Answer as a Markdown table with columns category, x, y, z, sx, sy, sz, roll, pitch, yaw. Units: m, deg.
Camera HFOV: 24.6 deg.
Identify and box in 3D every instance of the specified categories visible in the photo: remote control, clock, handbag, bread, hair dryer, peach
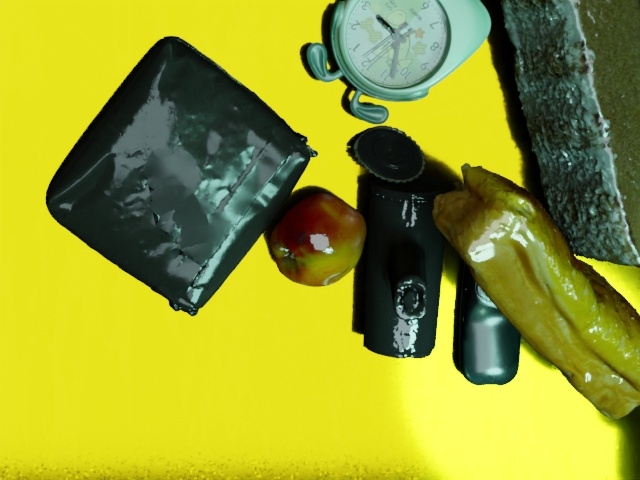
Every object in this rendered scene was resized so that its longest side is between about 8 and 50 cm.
| category | x | y | z | sx | sy | sz | roll | pitch | yaw |
| --- | --- | --- | --- | --- | --- | --- | --- | --- | --- |
| remote control | 0.198 | 0.058 | 1.678 | 0.072 | 0.042 | 0.222 | 1 | 97 | -9 |
| clock | 0.080 | -0.227 | 1.615 | 0.188 | 0.060 | 0.148 | -43 | 102 | 0 |
| handbag | -0.152 | -0.068 | 1.596 | 0.223 | 0.080 | 0.247 | 37 | 92 | -11 |
| bread | 0.234 | 0.038 | 1.554 | 0.109 | 0.185 | 0.380 | -39 | 131 | 9 |
| clock | 0.078 | -0.095 | 1.631 | 0.074 | 0.010 | 0.083 | -35 | 65 | -31 |
| bread | 0.283 | -0.180 | 1.592 | 0.113 | 0.165 | 0.417 | -18 | 100 | -17 |
| hair dryer | 0.088 | 0.041 | 1.559 | 0.089 | 0.251 | 0.197 | 5 | 99 | 2 |
| peach | 0.000 | 0.000 | 1.620 | 0.100 | 0.101 | 0.101 | -1 | 98 | -7 |
